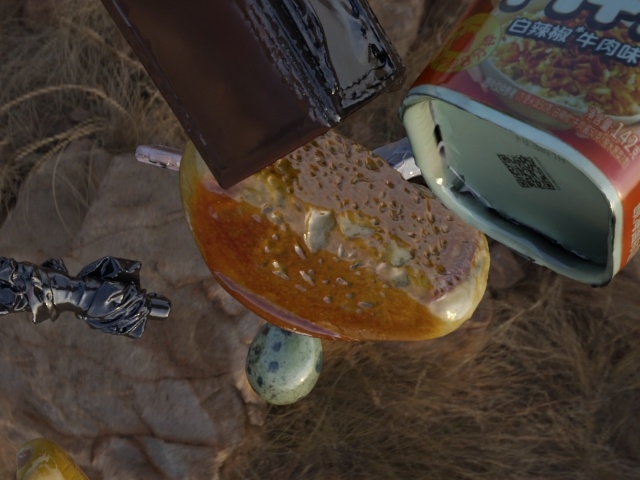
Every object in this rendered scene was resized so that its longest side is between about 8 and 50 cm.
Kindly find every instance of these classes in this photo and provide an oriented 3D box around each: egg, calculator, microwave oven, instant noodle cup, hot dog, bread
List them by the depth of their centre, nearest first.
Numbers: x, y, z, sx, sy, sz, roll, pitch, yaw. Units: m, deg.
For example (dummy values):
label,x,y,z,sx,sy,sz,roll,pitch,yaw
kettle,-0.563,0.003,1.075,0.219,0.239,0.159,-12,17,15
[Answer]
label,x,y,z,sx,sy,sz,roll,pitch,yaw
instant noodle cup,0.241,-0.149,0.648,0.294,0.294,0.308,40,79,0
microwave oven,-0.054,-0.209,0.755,0.247,0.188,0.178,57,37,-8
hot dog,0.001,-0.001,0.984,0.405,0.223,0.185,32,45,-5
bread,-0.413,0.470,1.316,0.091,0.142,0.305,-32,111,-12
egg,-0.064,0.216,1.421,0.141,0.141,0.181,14,102,-12
calculator,-0.282,-0.155,1.433,0.100,0.175,0.032,15,98,-1

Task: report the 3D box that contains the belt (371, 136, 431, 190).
label,x,y,z,sx,sy,sz,roll,pitch,yaw
belt,0.149,-0.083,1.690,0.347,0.117,0.212,-36,121,-9

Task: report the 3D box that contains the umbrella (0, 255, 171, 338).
label,x,y,z,sx,sy,sz,roll,pitch,yaw
umbrella,-0.362,0.082,1.168,0.272,0.110,0.122,10,39,-26
